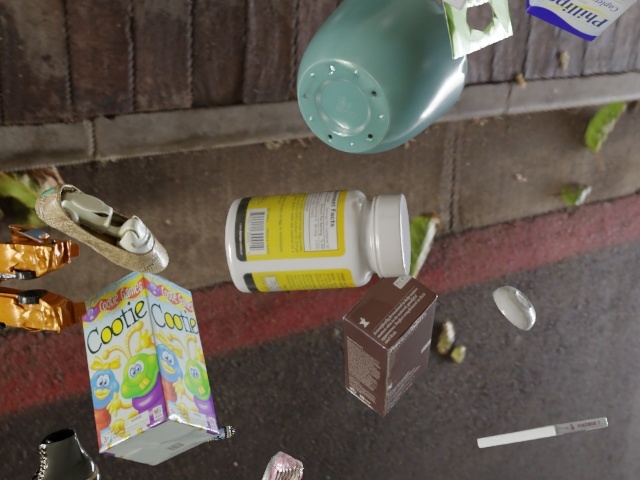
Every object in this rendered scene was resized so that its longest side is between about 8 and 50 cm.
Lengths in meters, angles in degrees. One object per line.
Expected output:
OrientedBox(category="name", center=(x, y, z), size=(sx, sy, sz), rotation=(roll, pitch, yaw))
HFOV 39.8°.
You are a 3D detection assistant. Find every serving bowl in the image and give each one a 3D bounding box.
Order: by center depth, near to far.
OrientedBox(category="serving bowl", center=(0.318, 0.104, 1.425), size=(0.083, 0.083, 0.027), rotation=(15, 129, -42))

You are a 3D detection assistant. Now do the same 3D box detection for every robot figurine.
OrientedBox(category="robot figurine", center=(-0.525, 0.062, 1.469), size=(0.085, 0.291, 0.211), rotation=(-23, 115, -57))

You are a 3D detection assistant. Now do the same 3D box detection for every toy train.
OrientedBox(category="toy train", center=(-0.240, 0.398, 1.798), size=(0.036, 0.158, 0.027), rotation=(17, 61, -55))

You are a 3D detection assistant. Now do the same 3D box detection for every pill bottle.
OrientedBox(category="pill bottle", center=(0.000, 0.000, 1.069), size=(0.119, 0.208, 0.119), rotation=(-3, 90, -79))

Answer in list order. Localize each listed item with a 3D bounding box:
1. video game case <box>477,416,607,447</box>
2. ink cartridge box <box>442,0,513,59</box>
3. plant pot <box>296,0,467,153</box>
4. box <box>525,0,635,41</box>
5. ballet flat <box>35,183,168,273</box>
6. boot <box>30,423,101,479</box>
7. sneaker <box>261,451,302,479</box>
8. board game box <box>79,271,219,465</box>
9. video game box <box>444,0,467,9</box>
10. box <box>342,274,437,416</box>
OrientedBox(category="video game case", center=(0.460, 0.398, 1.834), size=(0.183, 0.201, 0.023), rotation=(3, 71, -40))
OrientedBox(category="ink cartridge box", center=(0.206, -0.353, 0.999), size=(0.189, 0.097, 0.255), rotation=(-32, 115, -51))
OrientedBox(category="plant pot", center=(0.093, -0.294, 1.629), size=(0.235, 0.293, 0.293), rotation=(-50, 137, -44))
OrientedBox(category="box", center=(0.396, -0.381, 1.315), size=(0.126, 0.137, 0.072), rotation=(20, 59, -15))
OrientedBox(category="ballet flat", center=(-0.293, -0.016, 1.230), size=(0.206, 0.067, 0.073), rotation=(26, 49, -27))
OrientedBox(category="boot", center=(-0.531, 0.437, 1.666), size=(0.198, 0.077, 0.137), rotation=(-27, 122, -21))
OrientedBox(category="sneaker", center=(-0.075, 0.484, 1.850), size=(0.134, 0.070, 0.051), rotation=(-13, 126, -77))
OrientedBox(category="board game box", center=(-0.289, 0.211, 1.479), size=(0.144, 0.275, 0.142), rotation=(-28, 147, 18))
OrientedBox(category="video game box", center=(0.067, -0.304, 0.735), size=(0.205, 0.187, 0.048), rotation=(31, 74, -1))
OrientedBox(category="box", center=(0.165, 0.250, 2.134), size=(0.191, 0.143, 0.381), rotation=(-44, 153, -23))
